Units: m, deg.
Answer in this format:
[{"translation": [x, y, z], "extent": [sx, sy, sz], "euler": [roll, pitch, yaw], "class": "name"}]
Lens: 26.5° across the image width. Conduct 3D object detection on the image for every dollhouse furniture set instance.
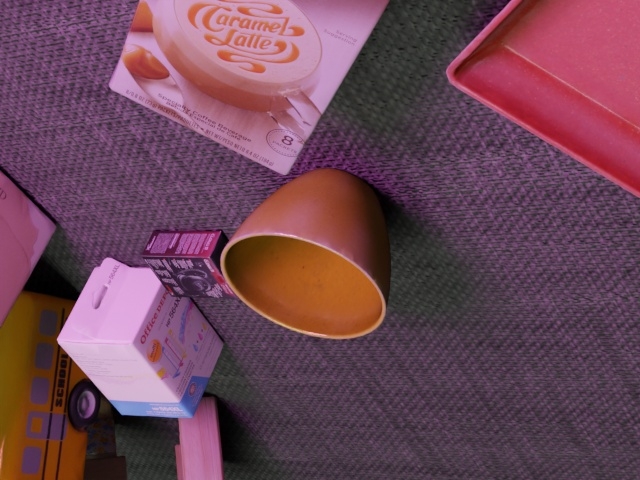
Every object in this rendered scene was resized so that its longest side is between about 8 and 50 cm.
[{"translation": [-0.228, 0.262, 1.477], "extent": [0.242, 0.212, 0.161], "euler": [-5, 148, -7], "class": "dollhouse furniture set"}]

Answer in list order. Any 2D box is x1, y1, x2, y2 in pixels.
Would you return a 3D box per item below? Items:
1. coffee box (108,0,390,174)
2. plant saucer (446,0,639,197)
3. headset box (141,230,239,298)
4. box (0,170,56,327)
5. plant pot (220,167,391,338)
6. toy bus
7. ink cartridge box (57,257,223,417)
[{"translation": [-0.032, -0.165, 0.848], "extent": [0.141, 0.098, 0.246], "euler": [25, 147, -5], "class": "coffee box"}, {"translation": [0.246, -0.113, 0.811], "extent": [0.259, 0.048, 0.258], "euler": [29, 146, -11], "class": "plant saucer"}, {"translation": [-0.108, 0.022, 1.218], "extent": [0.083, 0.032, 0.062], "euler": [-1, 141, 29], "class": "headset box"}, {"translation": [-0.375, 0.069, 1.183], "extent": [0.121, 0.311, 0.148], "euler": [-9, 137, 38], "class": "box"}, {"translation": [0.000, 0.000, 1.067], "extent": [0.134, 0.095, 0.134], "euler": [15, 146, 10], "class": "plant pot"}, {"translation": [-0.306, 0.221, 1.353], "extent": [0.108, 0.333, 0.130], "euler": [1, 170, 29], "class": "toy bus"}, {"translation": [-0.174, 0.092, 1.301], "extent": [0.089, 0.092, 0.143], "euler": [0, 141, 29], "class": "ink cartridge box"}]
